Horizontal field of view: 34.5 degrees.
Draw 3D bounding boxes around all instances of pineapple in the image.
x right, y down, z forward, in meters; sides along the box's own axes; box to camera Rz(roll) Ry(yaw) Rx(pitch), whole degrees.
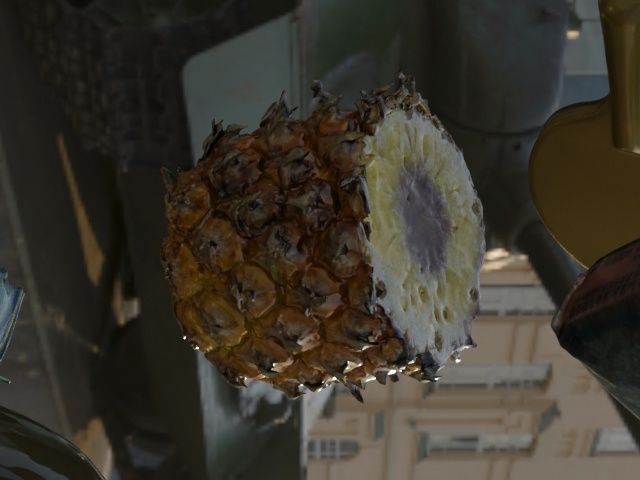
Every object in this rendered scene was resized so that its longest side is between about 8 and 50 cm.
[{"bbox_3d":[-0.002,0.001,1.126,0.352,0.300,0.352,15,74,-62],"label":"pineapple"}]

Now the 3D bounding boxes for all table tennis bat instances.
[{"bbox_3d":[0.247,-0.064,0.806,0.050,0.198,0.321,-47,141,-27],"label":"table tennis bat"}]

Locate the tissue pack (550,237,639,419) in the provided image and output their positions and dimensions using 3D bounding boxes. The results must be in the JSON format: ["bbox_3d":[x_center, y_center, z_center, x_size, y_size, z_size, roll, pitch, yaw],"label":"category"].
[{"bbox_3d":[0.322,0.065,0.627,0.103,0.228,0.316,-49,-175,-30],"label":"tissue pack"}]

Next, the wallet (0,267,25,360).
[{"bbox_3d":[-0.461,0.116,1.262,0.059,0.202,0.141,47,35,-38],"label":"wallet"}]

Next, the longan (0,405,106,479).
[{"bbox_3d":[-0.318,0.244,0.778,0.288,0.350,0.288,-21,-115,54],"label":"longan"}]

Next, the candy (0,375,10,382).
[{"bbox_3d":[-0.283,0.094,0.816,0.025,0.083,0.023,121,-8,-62],"label":"candy"}]
